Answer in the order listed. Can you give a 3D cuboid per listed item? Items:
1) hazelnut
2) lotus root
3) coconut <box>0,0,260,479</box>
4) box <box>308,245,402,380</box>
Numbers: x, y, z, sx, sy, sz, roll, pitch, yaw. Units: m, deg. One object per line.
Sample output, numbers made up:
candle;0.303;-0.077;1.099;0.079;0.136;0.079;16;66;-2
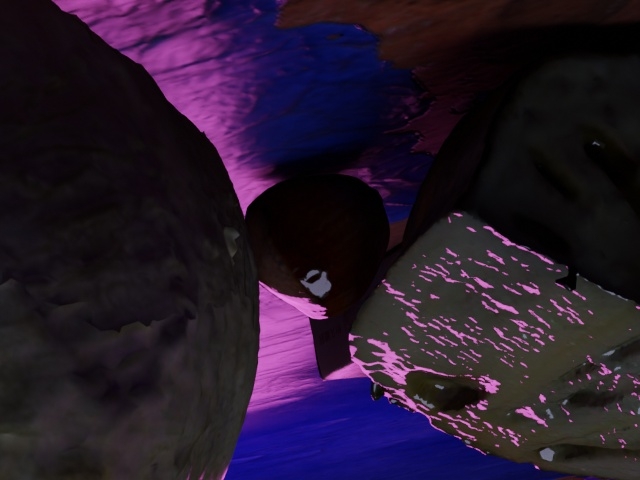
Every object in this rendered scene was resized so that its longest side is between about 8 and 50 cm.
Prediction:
hazelnut;0.000;0.000;0.819;0.086;0.086;0.086;-10;164;-3
lotus root;0.160;0.032;0.796;0.267;0.149;0.260;26;157;-7
coconut;-0.170;0.037;0.463;0.297;0.297;0.254;-13;167;9
box;0.073;0.048;1.048;0.111;0.060;0.156;-3;163;-29
